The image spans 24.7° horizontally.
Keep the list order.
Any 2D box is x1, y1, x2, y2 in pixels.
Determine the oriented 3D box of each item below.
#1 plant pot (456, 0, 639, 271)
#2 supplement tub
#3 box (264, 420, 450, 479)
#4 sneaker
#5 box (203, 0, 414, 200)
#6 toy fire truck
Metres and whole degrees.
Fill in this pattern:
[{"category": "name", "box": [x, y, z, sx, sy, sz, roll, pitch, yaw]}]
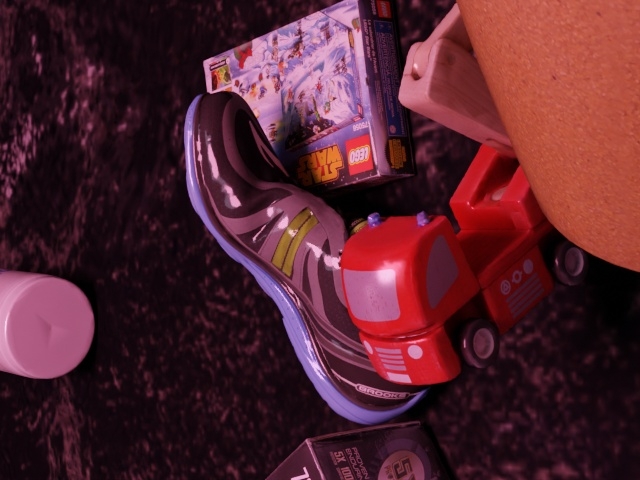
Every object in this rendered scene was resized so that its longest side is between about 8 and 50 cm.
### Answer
[{"category": "plant pot", "box": [0.128, -0.120, 0.468, 0.237, 0.237, 0.254, 39, 144, 43]}, {"category": "supplement tub", "box": [-0.210, 0.055, 0.999, 0.107, 0.071, 0.071, 4, 94, 49]}, {"category": "box", "box": [0.020, 0.204, 0.719, 0.147, 0.077, 0.180, -50, 55, 40]}, {"category": "sneaker", "box": [0.000, 0.000, 0.732, 0.078, 0.067, 0.188, -37, 84, 30]}, {"category": "box", "box": [-0.009, -0.067, 0.784, 0.137, 0.027, 0.094, -13, 81, 50]}, {"category": "toy fire truck", "box": [0.072, -0.044, 0.602, 0.047, 0.192, 0.135, -1, 119, 51]}]
